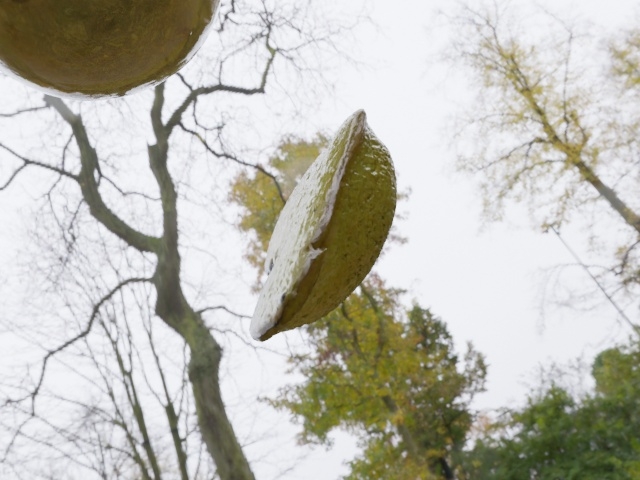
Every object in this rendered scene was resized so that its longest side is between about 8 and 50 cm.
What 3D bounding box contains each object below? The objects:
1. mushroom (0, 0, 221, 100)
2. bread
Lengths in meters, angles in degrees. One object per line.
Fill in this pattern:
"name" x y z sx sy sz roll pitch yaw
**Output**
"mushroom" -0.308 -0.369 0.817 0.363 0.294 0.362 -9 -49 -11
"bread" 0.000 0.000 0.486 0.065 0.187 0.149 27 -26 -17
